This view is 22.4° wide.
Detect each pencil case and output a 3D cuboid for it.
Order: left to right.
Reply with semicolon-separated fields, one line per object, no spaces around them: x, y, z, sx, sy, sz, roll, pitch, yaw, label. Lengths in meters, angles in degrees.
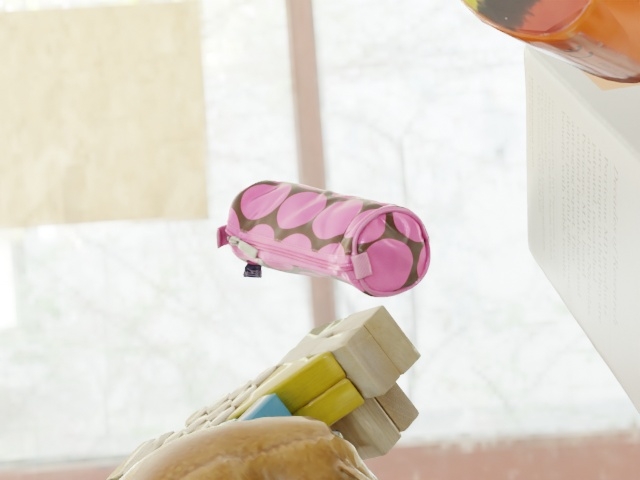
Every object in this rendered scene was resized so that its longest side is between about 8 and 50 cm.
0.000;0.000;1.487;0.098;0.095;0.209;-9;12;-39;pencil case

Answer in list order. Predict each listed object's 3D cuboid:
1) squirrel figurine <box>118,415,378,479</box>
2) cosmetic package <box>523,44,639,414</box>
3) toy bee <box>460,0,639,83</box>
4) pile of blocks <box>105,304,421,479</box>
-0.026;0.303;0.864;0.397;0.370;0.281;-41;10;-7;squirrel figurine
0.276;0.003;0.910;0.230;0.161;0.453;-7;22;-6;cosmetic package
0.106;-0.201;0.451;0.162;0.298;0.195;40;-5;37;toy bee
-0.075;0.186;1.044;0.362;0.113;0.149;-34;11;18;pile of blocks
